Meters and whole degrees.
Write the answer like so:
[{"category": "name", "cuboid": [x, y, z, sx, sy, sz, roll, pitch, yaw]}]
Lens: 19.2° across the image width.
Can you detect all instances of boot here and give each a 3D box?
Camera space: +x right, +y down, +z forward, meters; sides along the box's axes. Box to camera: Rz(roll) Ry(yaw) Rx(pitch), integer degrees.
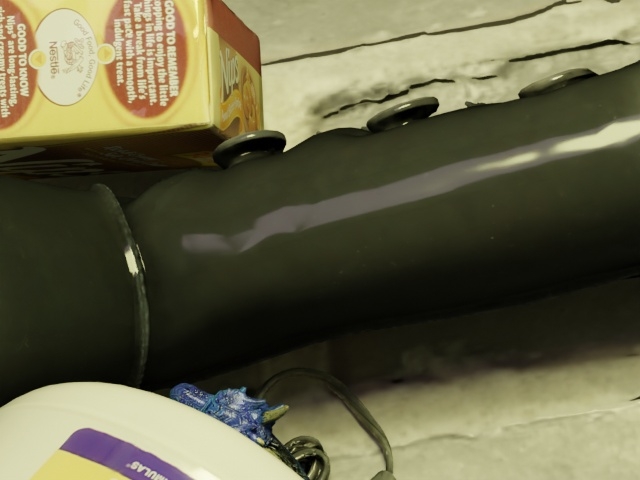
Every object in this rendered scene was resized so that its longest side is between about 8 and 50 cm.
[{"category": "boot", "cuboid": [0.000, 0.000, 0.913, 0.445, 0.367, 0.146, -8, 90, 3]}]

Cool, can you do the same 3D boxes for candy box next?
[{"category": "candy box", "cuboid": [-0.201, -0.082, 1.085, 0.316, 0.183, 0.088, -3, 86, 7]}]

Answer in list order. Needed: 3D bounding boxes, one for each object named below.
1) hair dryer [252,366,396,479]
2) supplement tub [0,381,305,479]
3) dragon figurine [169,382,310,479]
[{"category": "hair dryer", "cuboid": [-0.062, 0.190, 0.938, 0.223, 0.080, 0.293, -10, 55, 0]}, {"category": "supplement tub", "cuboid": [-0.128, 0.240, 0.699, 0.241, 0.241, 0.331, 24, 51, 24]}, {"category": "dragon figurine", "cuboid": [0.045, 0.164, 0.859, 0.289, 0.144, 0.085, 29, 71, 0]}]
